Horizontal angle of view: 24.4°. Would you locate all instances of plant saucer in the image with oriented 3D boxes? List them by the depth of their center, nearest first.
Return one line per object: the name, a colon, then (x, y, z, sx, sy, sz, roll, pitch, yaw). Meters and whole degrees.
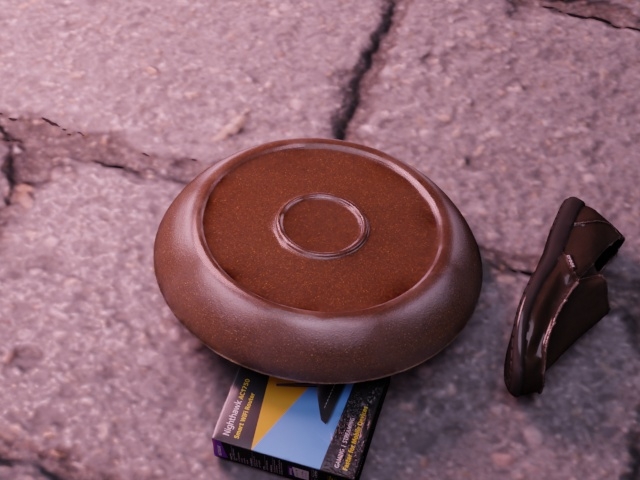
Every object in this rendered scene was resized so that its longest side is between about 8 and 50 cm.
plant saucer: (0.000, 0.000, 1.381, 0.311, 0.050, 0.310, 3, 44, -3)

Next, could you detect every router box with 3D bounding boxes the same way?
router box: (-0.007, 0.129, 1.342, 0.133, 0.046, 0.179, 14, 58, 9)

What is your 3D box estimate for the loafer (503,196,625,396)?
loafer: (0.231, 0.053, 1.375, 0.078, 0.080, 0.220, 19, 60, 11)
